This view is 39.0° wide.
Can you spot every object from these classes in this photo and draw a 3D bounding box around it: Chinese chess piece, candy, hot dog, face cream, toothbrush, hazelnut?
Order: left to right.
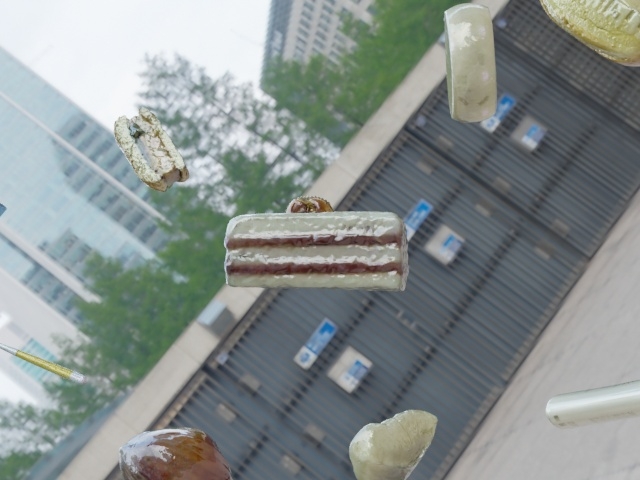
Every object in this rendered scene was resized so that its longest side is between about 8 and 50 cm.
[{"bbox_3d":[-0.600,0.240,1.851,0.024,0.288,0.021,75,-143,-62],"label":"toothbrush"},{"bbox_3d":[-0.264,0.421,1.662,0.181,0.181,0.212,-26,-9,-33],"label":"hazelnut"},{"bbox_3d":[-0.002,0.022,1.593,0.179,0.320,0.135,22,-110,-76],"label":"candy"},{"bbox_3d":[0.000,0.000,2.345,0.131,0.253,0.069,-25,-5,7],"label":"hot dog"},{"bbox_3d":[0.340,-0.402,2.055,0.273,0.102,0.273,-4,-90,-84],"label":"Chinese chess piece"},{"bbox_3d":[0.685,0.349,1.983,0.348,0.081,0.173,-20,-18,36],"label":"face cream"}]

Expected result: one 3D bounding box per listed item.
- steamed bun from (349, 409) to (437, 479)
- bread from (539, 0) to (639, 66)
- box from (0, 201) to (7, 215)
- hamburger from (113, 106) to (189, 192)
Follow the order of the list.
[{"bbox_3d":[0.154,0.488,2.026,0.212,0.110,0.231,18,-73,-49],"label":"steamed bun"},{"bbox_3d":[0.473,-0.376,1.500,0.140,0.236,0.106,-11,-43,-39],"label":"bread"},{"bbox_3d":[-0.676,-0.062,1.609,0.139,0.194,0.073,-53,-29,-10],"label":"box"},{"bbox_3d":[-0.430,-0.218,2.292,0.124,0.262,0.131,-29,-31,-9],"label":"hamburger"}]
